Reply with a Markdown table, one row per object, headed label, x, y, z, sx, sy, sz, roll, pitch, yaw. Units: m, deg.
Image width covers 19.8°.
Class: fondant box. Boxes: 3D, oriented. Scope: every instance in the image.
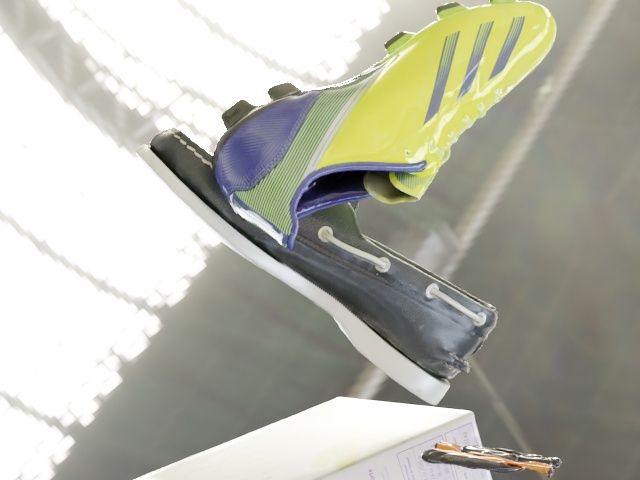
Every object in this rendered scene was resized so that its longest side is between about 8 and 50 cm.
| label | x | y | z | sx | sy | sz | roll | pitch | yaw |
| --- | --- | --- | --- | --- | --- | --- | --- | --- | --- |
| fondant box | -0.052 | 0.233 | 1.542 | 0.330 | 0.096 | 0.238 | -20 | -172 | -27 |

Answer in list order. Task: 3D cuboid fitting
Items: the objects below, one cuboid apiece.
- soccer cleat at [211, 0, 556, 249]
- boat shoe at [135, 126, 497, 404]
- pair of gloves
| label | x | y | z | sx | sy | sz | roll | pitch | yaw |
| --- | --- | --- | --- | --- | --- | --- | --- | --- | --- |
| soccer cleat | 0.061 | -0.081 | 1.301 | 0.289 | 0.093 | 0.121 | -26 | -116 | -23 |
| boat shoe | 0.000 | 0.000 | 1.365 | 0.091 | 0.302 | 0.114 | -51 | -159 | 3 |
| pair of gloves | 0.098 | 0.126 | 1.046 | 0.074 | 0.010 | 0.083 | 7 | 179 | 12 |
